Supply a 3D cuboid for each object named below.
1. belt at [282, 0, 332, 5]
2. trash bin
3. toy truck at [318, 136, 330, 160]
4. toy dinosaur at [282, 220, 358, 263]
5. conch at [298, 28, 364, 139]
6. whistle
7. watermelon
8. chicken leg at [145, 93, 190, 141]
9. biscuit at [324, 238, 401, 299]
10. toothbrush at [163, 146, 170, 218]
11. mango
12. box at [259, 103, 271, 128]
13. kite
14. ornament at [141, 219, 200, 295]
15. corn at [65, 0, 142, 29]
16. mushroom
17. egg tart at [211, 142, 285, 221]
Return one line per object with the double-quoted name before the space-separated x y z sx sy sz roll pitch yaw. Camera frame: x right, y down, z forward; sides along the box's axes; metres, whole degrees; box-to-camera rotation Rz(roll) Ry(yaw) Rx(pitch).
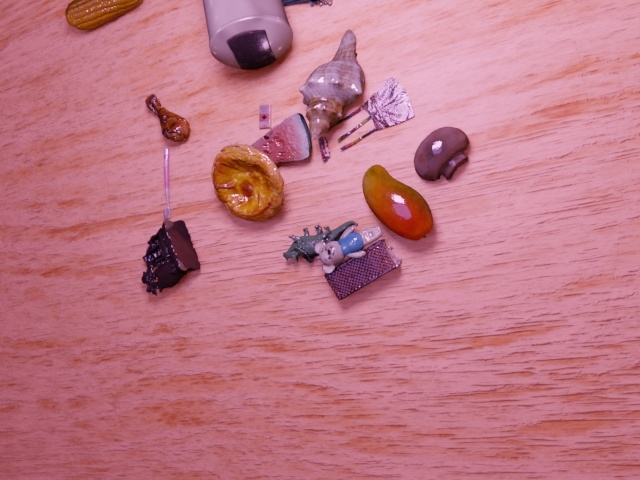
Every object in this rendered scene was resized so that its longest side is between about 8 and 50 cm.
"belt" -0.056 -0.840 1.565 0.179 0.100 0.065 9 97 35
"trash bin" -0.261 -0.795 1.531 0.281 0.280 0.431 -16 84 20
"toy truck" 0.012 -0.316 1.581 0.032 0.024 0.083 -18 84 42
"toy dinosaur" -0.011 -0.014 1.579 0.292 0.079 0.120 -38 85 19
"conch" 0.044 -0.508 1.486 0.203 0.169 0.385 21 99 10
"whistle" 0.090 0.017 1.489 0.236 0.077 0.113 -26 73 17
"watermelon" -0.144 -0.340 1.615 0.241 0.094 0.153 -13 97 22
"chicken leg" -0.595 -0.474 1.775 0.107 0.087 0.251 -41 71 -1
"biscuit" 0.142 0.096 1.529 0.252 0.070 0.106 -32 83 18
"toothbrush" -0.610 -0.227 1.815 0.020 0.025 0.286 1 92 20
"mango" 0.234 -0.118 1.458 0.289 0.129 0.146 41 107 23
"box" -0.201 -0.449 1.660 0.046 0.012 0.083 1 92 19
"kite" 0.162 -0.410 1.529 0.286 0.015 0.152 -28 80 17
"ornament" -0.618 0.072 1.802 0.261 0.106 0.251 -28 76 28
"corn" -0.864 -0.938 1.829 0.364 0.120 0.120 -10 89 17
"mushroom" 0.365 -0.270 1.415 0.141 0.117 0.188 49 112 24
"egg tart" -0.245 -0.206 1.612 0.295 0.116 0.294 9 116 19
